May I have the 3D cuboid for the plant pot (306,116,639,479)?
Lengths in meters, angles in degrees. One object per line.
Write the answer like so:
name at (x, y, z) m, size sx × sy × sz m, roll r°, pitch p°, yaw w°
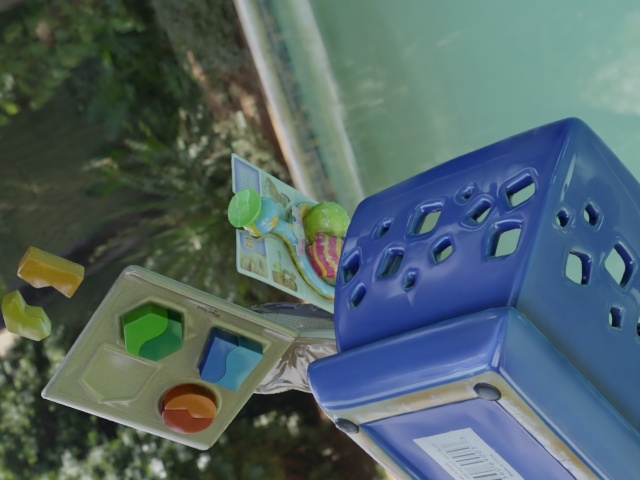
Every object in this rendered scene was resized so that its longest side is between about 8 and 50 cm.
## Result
plant pot at (0.143, 0.083, 0.929) m, size 0.236 × 0.236 × 0.212 m, roll 45°, pitch -132°, yaw -23°

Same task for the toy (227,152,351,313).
toy at (0.000, 0.000, 1.316) m, size 0.237 × 0.056 × 0.136 m, roll 24°, pitch -129°, yaw -45°

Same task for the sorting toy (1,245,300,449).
sorting toy at (-0.204, 0.123, 1.336) m, size 0.307 × 0.229 × 0.041 m, roll 23°, pitch -146°, yaw -25°

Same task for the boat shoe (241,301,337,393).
boat shoe at (-0.040, 0.121, 1.481) m, size 0.285 × 0.092 × 0.102 m, roll 0°, pitch 117°, yaw 42°
